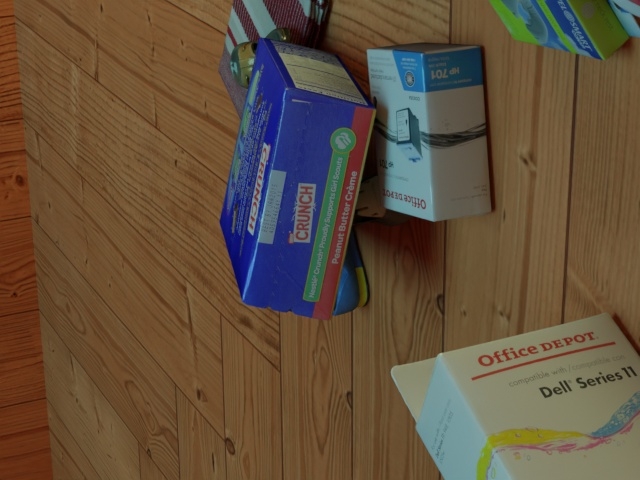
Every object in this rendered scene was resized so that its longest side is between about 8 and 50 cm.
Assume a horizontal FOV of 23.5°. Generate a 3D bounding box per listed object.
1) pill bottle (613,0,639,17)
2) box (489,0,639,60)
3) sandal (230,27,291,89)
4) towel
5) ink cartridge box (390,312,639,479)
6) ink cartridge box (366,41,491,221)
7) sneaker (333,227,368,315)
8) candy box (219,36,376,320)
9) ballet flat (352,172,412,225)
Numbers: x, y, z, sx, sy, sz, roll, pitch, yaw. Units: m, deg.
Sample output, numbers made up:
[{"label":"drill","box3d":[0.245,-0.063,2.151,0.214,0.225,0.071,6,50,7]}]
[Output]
[{"label":"pill bottle","box3d":[0.302,-0.277,1.253,0.180,0.108,0.108,104,147,-44]},{"label":"box","box3d":[0.222,-0.232,1.476,0.109,0.042,0.178,51,169,-27]},{"label":"sandal","box3d":[-0.092,-0.246,2.123,0.219,0.060,0.090,-165,70,-65]},{"label":"towel","box3d":[-0.071,-0.292,2.185,0.329,0.037,0.237,108,146,-45]},{"label":"ink cartridge box","box3d":[0.233,0.199,1.484,0.119,0.207,0.353,102,147,-44]},{"label":"ink cartridge box","box3d":[0.124,-0.127,1.754,0.139,0.082,0.191,-162,65,-64]},{"label":"sneaker","box3d":[0.000,0.000,2.089,0.069,0.082,0.209,136,121,-65]},{"label":"candy box","box3d":[-0.035,-0.086,1.909,0.317,0.122,0.268,-110,32,-70]},{"label":"ballet flat","box3d":[0.060,-0.048,1.946,0.213,0.068,0.072,-13,88,66]}]
